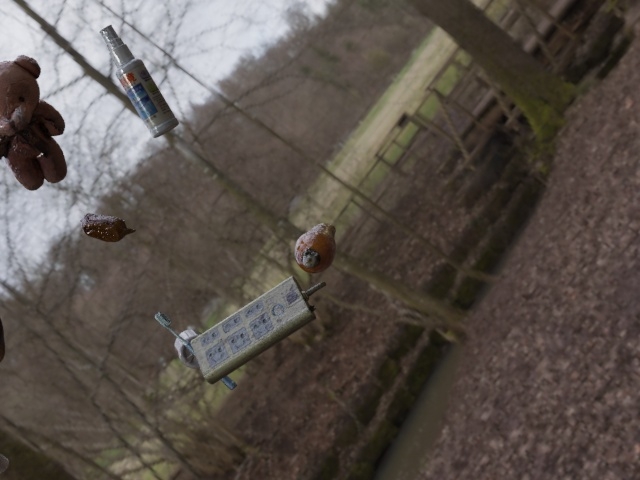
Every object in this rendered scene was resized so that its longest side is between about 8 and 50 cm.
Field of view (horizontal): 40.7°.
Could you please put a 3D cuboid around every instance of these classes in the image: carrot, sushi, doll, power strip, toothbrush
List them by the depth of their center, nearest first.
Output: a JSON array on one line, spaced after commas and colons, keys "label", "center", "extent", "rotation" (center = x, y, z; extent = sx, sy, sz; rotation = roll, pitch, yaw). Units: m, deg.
[{"label": "power strip", "center": [-0.103, 0.145, 1.483], "extent": [0.268, 0.092, 0.034], "rotation": [-33, -38, 6]}, {"label": "carrot", "center": [0.000, 0.000, 1.501], "extent": [0.069, 0.069, 0.336], "rotation": [-52, 2, 13]}, {"label": "toothbrush", "center": [-0.252, 0.223, 1.750], "extent": [0.019, 0.219, 0.016], "rotation": [-48, -3, 35]}, {"label": "doll", "center": [-0.628, -0.223, 1.806], "extent": [0.201, 0.303, 0.156], "rotation": [-28, 36, -11]}, {"label": "sushi", "center": [-0.452, -0.029, 1.825], "extent": [0.060, 0.118, 0.061], "rotation": [-73, 9, -60]}]

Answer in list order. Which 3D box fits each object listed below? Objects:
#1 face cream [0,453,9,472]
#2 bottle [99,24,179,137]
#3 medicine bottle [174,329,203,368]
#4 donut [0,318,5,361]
[{"label": "face cream", "center": [-0.640, 0.397, 1.622], "extent": [0.034, 0.034, 0.130], "rotation": [-53, -43, -19]}, {"label": "bottle", "center": [-0.338, -0.295, 1.589], "extent": [0.060, 0.217, 0.060], "rotation": [-28, 7, 4]}, {"label": "medicine bottle", "center": [-0.302, 0.252, 2.034], "extent": [0.079, 0.079, 0.140], "rotation": [-53, 14, -8]}, {"label": "donut", "center": [-0.697, 0.186, 1.673], "extent": [0.073, 0.166, 0.184], "rotation": [-62, -4, -59]}]
